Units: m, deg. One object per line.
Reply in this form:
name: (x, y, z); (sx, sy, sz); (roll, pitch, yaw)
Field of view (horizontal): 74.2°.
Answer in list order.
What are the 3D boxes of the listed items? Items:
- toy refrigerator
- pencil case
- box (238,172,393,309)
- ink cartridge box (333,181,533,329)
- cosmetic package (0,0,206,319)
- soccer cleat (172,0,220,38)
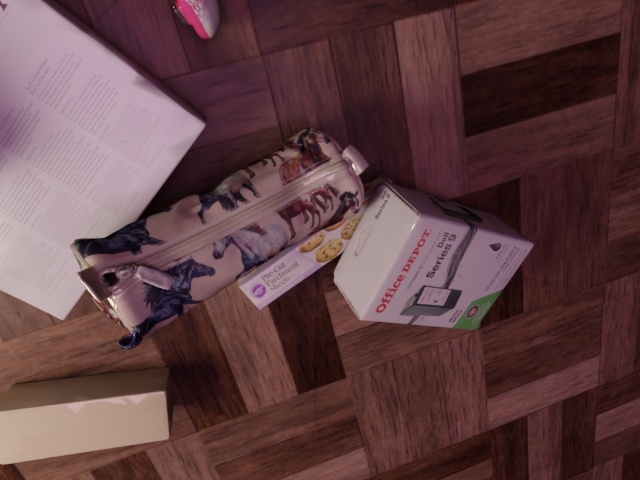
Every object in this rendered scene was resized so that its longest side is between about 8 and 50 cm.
toy refrigerator: (-0.412, 0.306, 0.762); (0.269, 0.094, 0.103); (-4, 105, -14)
pencil case: (-0.127, -0.020, 0.612); (0.410, 0.183, 0.160); (-31, 105, -20)
box: (0.000, 0.000, 0.762); (0.323, 0.063, 0.067); (-34, 116, 0)
ink cartridge box: (0.199, 0.040, 0.758); (0.288, 0.122, 0.211); (10, 117, -31)
cosmetic package: (-0.388, -0.111, 0.599); (0.284, 0.097, 0.377); (36, 99, -25)
soccer cleat: (-0.189, -0.430, 0.513); (0.143, 0.116, 0.332); (-30, 115, -1)
